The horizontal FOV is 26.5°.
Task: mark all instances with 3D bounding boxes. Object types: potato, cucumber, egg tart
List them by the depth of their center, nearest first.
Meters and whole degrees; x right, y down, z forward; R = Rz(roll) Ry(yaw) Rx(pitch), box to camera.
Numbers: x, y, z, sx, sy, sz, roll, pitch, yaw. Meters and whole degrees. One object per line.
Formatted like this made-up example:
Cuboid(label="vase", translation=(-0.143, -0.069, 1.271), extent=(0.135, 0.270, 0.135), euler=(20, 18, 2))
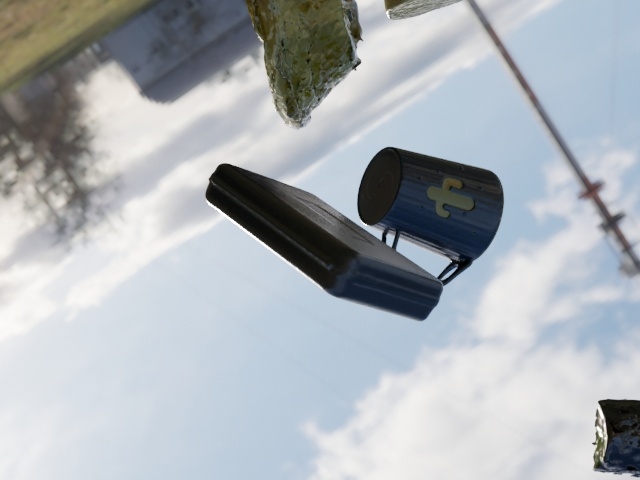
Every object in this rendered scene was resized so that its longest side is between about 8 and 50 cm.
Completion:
Cuboid(label="cucumber", translation=(0.361, 0.196, 1.292), extent=(0.211, 0.078, 0.062), euler=(4, -171, -21))
Cuboid(label="potato", translation=(0.102, -0.264, 1.355), extent=(0.103, 0.066, 0.096), euler=(-17, 174, 36))
Cuboid(label="egg tart", translation=(-0.024, -0.317, 1.782), extent=(0.132, 0.345, 0.345), euler=(-10, -162, 7))

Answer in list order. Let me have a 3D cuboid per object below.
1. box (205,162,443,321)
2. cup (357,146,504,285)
Cuboid(label="box", translation=(0.000, 0.000, 1.345), extent=(0.230, 0.160, 0.050), euler=(35, -79, 43))
Cuboid(label="cup", translation=(0.135, -0.031, 1.768), extent=(0.131, 0.155, 0.176), euler=(-10, -115, 61))
